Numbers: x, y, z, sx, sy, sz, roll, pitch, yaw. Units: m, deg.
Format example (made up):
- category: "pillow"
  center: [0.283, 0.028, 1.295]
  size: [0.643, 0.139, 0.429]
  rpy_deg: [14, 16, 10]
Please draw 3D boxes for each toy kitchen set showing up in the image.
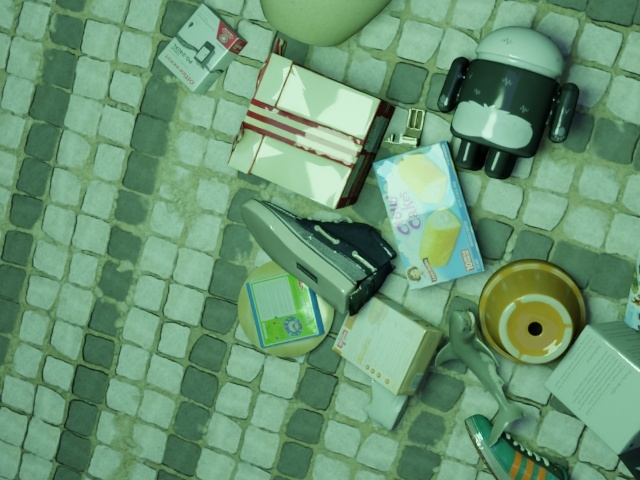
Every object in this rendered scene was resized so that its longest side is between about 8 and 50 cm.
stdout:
- category: "toy kitchen set"
  center: [0.164, -0.225, 1.592]
  size: [0.068, 0.083, 0.075]
  rpy_deg: [11, 98, 10]

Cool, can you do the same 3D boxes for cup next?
- category: "cup"
  center: [0.007, -0.506, 1.507]
  size: [0.331, 0.331, 0.237]
  rpy_deg: [29, 127, 8]

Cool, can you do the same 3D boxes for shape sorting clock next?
- category: "shape sorting clock"
  center: [-0.072, 0.141, 1.704]
  size: [0.206, 0.040, 0.206]
  rpy_deg: [0, 90, 12]

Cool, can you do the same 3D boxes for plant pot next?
- category: "plant pot"
  center: [0.399, 0.147, 1.527]
  size: [0.205, 0.188, 0.205]
  rpy_deg: [1, 96, 12]

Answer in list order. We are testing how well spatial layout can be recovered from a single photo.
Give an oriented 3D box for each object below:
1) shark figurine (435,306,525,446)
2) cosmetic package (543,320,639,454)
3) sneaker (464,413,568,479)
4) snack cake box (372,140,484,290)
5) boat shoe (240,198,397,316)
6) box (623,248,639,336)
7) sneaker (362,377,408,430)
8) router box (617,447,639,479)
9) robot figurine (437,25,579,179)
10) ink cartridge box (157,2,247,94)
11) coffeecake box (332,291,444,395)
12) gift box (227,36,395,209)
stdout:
- category: "shark figurine"
  center: [0.290, 0.247, 1.585]
  size: [0.116, 0.166, 0.278]
  rpy_deg: [-26, 104, 5]
- category: "cosmetic package"
  center: [0.545, 0.262, 1.472]
  size: [0.183, 0.151, 0.151]
  rpy_deg: [46, 119, 34]
- category: "sneaker"
  center: [0.410, 0.456, 1.610]
  size: [0.121, 0.108, 0.302]
  rpy_deg: [-36, 84, -3]
- category: "snack cake box"
  center: [0.214, -0.049, 1.598]
  size: [0.152, 0.089, 0.264]
  rpy_deg: [-17, 92, 13]
- category: "boat shoe"
  center: [0.000, 0.000, 1.649]
  size: [0.158, 0.127, 0.340]
  rpy_deg: [-38, 65, -24]
- category: "box"
  center: [0.653, 0.144, 1.507]
  size: [0.159, 0.044, 0.233]
  rpy_deg: [15, 100, 43]
- category: "sneaker"
  center: [0.150, 0.281, 1.658]
  size: [0.094, 0.080, 0.212]
  rpy_deg: [29, 102, 20]
- category: "router box"
  center: [0.741, 0.436, 1.538]
  size: [0.243, 0.081, 0.309]
  rpy_deg: [-37, 87, 14]
- category: "robot figurine"
  center: [0.345, -0.256, 1.509]
  size: [0.209, 0.173, 0.278]
  rpy_deg: [14, 99, -13]
- category: "ink cartridge box"
  center: [-0.244, -0.392, 1.674]
  size: [0.109, 0.063, 0.150]
  rpy_deg: [44, 102, 5]
- category: "coffeecake box"
  center: [0.130, 0.199, 1.609]
  size: [0.185, 0.068, 0.142]
  rpy_deg: [32, 103, 40]
- category: "gift box"
  center: [-0.025, -0.219, 1.543]
  size: [0.258, 0.276, 0.255]
  rpy_deg: [24, 95, 10]
